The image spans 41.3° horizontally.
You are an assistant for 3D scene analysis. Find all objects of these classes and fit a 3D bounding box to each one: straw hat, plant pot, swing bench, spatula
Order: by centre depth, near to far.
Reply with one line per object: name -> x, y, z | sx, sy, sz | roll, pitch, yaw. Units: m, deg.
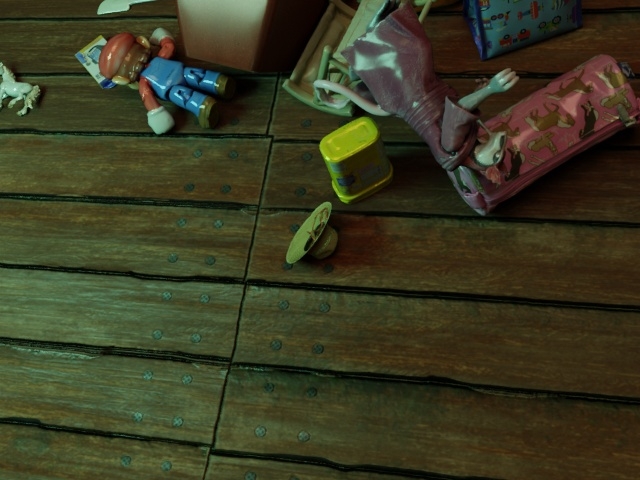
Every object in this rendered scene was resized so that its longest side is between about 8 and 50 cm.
straw hat -> 0.000, 0.000, 1.674 | 0.061, 0.144, 0.144 | 34, 73, -19
swing bench -> 0.079, -0.410, 1.771 | 0.165, 0.255, 0.253 | 31, 73, -16
plant pot -> -0.155, -0.492, 1.820 | 0.267, 0.267, 0.235 | 16, 107, 20
spatula -> -0.436, -0.648, 2.106 | 0.242, 0.019, 0.168 | -7, 63, 10

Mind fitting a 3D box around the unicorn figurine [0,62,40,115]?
unicorn figurine -> -0.739, -0.361, 2.030 | 0.162, 0.060, 0.111 | 19, 70, 4

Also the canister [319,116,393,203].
canister -> 0.072, -0.157, 1.671 | 0.126, 0.170, 0.073 | -29, 63, -1

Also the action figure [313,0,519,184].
action figure -> 0.184, -0.231, 1.476 | 0.276, 0.248, 0.370 | -37, 78, 5

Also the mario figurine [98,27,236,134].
mario figurine -> -0.352, -0.361, 1.920 | 0.320, 0.170, 0.198 | 26, 37, 12

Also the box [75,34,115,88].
box -> -0.514, -0.420, 2.014 | 0.081, 0.028, 0.136 | -40, 61, -7

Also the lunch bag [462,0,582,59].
lunch bag -> 0.400, -0.527, 1.694 | 0.221, 0.293, 0.138 | -19, 63, 4

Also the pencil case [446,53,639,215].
pencil case -> 0.418, -0.199, 1.618 | 0.386, 0.167, 0.160 | -30, 95, -1

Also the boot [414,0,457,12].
boot -> 0.244, -0.659, 1.867 | 0.211, 0.104, 0.295 | -14, 85, 12
